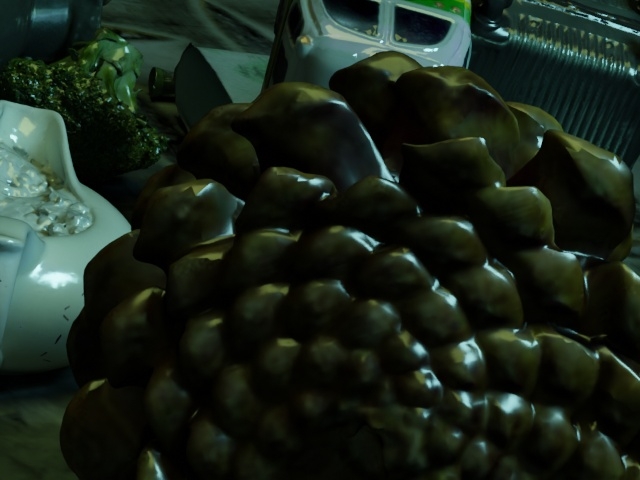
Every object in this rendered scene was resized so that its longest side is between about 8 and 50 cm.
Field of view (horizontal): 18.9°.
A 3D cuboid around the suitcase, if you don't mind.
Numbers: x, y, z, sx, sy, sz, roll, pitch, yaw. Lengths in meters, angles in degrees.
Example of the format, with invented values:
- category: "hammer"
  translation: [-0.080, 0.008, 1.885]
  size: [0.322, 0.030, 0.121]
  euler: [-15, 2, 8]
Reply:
- category: "suitcase"
  translation: [0.166, -0.098, 1.609]
  size: [0.202, 0.312, 0.128]
  euler: [15, 39, -8]

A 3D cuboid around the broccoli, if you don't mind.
- category: "broccoli"
  translation: [-0.206, -0.110, 1.648]
  size: [0.146, 0.138, 0.162]
  euler: [28, -13, 17]

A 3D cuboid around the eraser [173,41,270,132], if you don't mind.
- category: "eraser"
  translation: [-0.010, -0.118, 1.843]
  size: [0.227, 0.081, 0.174]
  euler: [4, 31, -25]

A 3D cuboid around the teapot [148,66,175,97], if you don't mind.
- category: "teapot"
  translation: [-0.120, -0.156, 1.919]
  size: [0.110, 0.043, 0.043]
  euler: [2, 26, -25]

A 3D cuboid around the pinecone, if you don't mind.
- category: "pinecone"
  translation: [0.035, 0.066, 1.116]
  size: [0.384, 0.384, 0.384]
  euler: [13, 22, -6]

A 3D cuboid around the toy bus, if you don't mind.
- category: "toy bus"
  translation: [0.015, -0.060, 1.446]
  size: [0.143, 0.305, 0.179]
  euler: [13, 35, -7]

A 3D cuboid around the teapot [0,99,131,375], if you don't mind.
- category: "teapot"
  translation: [-0.218, 0.009, 1.325]
  size: [0.208, 0.166, 0.300]
  euler: [22, 10, -15]

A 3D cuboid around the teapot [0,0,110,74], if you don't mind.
- category: "teapot"
  translation: [-0.325, -0.207, 1.725]
  size: [0.285, 0.305, 0.223]
  euler: [-4, 62, -30]
